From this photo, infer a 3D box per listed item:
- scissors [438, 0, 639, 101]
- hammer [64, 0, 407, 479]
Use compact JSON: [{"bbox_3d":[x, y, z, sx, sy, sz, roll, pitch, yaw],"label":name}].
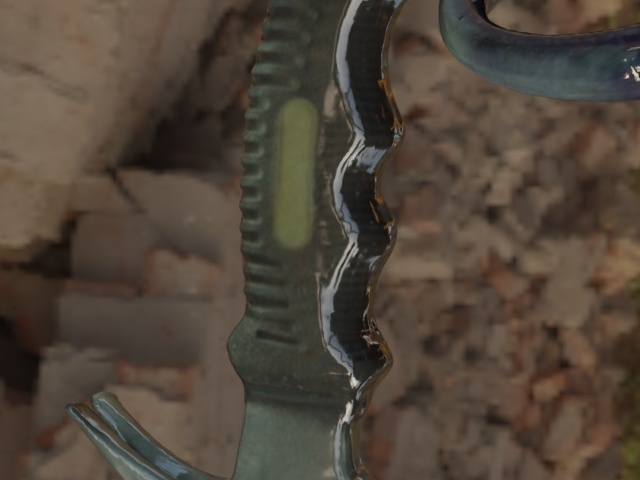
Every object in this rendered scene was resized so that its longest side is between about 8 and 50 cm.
[{"bbox_3d":[0.161,-0.018,0.420,0.383,0.256,0.029,-93,168,-58],"label":"scissors"},{"bbox_3d":[0.000,0.000,0.636,0.041,0.159,0.226,-23,120,-73],"label":"hammer"}]
